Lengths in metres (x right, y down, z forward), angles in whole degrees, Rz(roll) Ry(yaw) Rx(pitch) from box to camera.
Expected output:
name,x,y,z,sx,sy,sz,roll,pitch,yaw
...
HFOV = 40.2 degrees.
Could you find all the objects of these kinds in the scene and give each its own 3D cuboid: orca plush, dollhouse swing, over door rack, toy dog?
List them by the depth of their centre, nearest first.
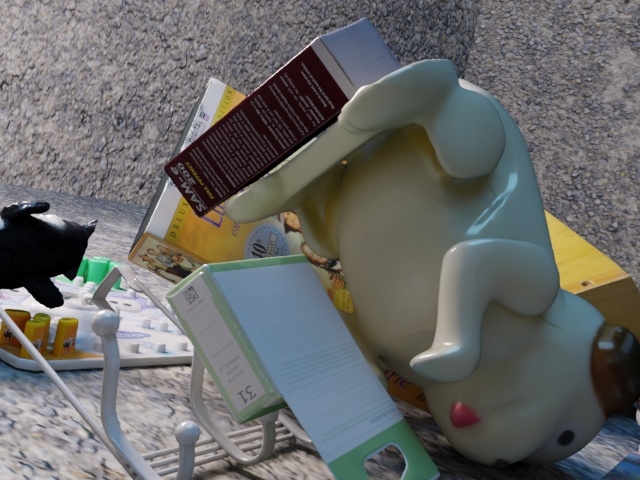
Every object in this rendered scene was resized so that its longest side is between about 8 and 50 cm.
name,x,y,z,sx,sy,sz,roll,pitch,yaw
over door rack,-0.160,0.087,0.792,0.324,0.108,0.239,28,11,28
toy dog,0.149,0.051,0.933,0.284,0.408,0.395,-32,-5,34
orca plush,-0.320,0.040,0.951,0.102,0.151,0.287,58,2,7
dollhouse swing,0.330,0.135,1.384,0.315,0.305,0.347,-17,26,-8

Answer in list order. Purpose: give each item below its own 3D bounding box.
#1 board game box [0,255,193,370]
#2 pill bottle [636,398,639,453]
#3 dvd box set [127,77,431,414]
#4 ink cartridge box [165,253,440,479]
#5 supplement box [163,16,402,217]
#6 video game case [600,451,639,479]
name,x,y,z,sx,sy,sz,roll,pitch,yaw
board game box,-0.318,0.076,1.126,0.390,0.050,0.390,17,6,37
pill bottle,0.438,0.184,1.034,0.108,0.194,0.108,14,5,-1
dvd box set,0.000,0.000,1.091,0.420,0.062,0.308,29,41,-15
ink cartridge box,-0.009,0.122,0.723,0.235,0.056,0.171,59,23,13
supplement box,-0.041,-0.128,0.919,0.073,0.239,0.130,54,32,-4
video game case,0.373,0.273,0.844,0.204,0.025,0.285,15,5,29
